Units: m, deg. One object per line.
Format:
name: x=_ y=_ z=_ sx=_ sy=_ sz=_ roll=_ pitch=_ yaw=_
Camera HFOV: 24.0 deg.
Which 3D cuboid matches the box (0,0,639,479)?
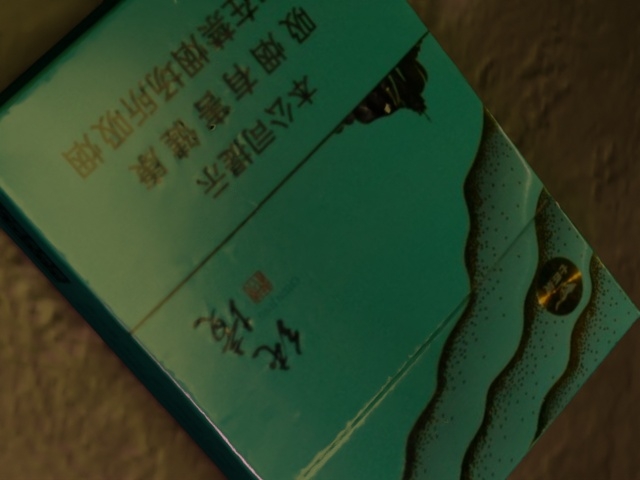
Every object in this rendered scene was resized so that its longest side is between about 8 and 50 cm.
box: x=0.000 y=0.000 z=0.536 sx=0.161 sy=0.042 sz=0.226 roll=-45 pitch=109 yaw=-19
